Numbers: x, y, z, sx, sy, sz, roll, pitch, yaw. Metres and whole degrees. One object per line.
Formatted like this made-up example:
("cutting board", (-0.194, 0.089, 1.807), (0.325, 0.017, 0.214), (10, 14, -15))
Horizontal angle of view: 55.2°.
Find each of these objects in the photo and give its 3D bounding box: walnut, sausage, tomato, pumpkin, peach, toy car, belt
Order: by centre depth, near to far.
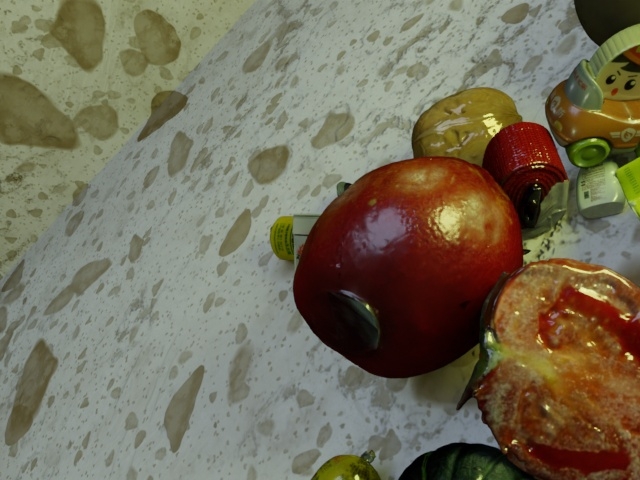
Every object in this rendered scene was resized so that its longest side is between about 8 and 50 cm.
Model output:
("pumpkin", (0.198, 0.401, 0.816), (0.250, 0.216, 0.249), (-5, 78, 26))
("tomato", (0.347, 0.172, 0.848), (0.309, 0.309, 0.170), (-49, -5, 6))
("toy car", (0.486, -0.243, 0.979), (0.235, 0.235, 0.145), (-28, 44, 29))
("peach", (0.129, 0.057, 1.018), (0.310, 0.335, 0.406), (-31, -6, -47))
("sausage", (-0.007, 0.500, 1.021), (0.123, 0.123, 0.347), (25, 80, 52))
("belt", (0.353, -0.093, 1.056), (0.128, 0.201, 0.124), (-10, 52, 10))
("walnut", (0.292, -0.202, 1.220), (0.226, 0.193, 0.193), (-25, 45, 27))

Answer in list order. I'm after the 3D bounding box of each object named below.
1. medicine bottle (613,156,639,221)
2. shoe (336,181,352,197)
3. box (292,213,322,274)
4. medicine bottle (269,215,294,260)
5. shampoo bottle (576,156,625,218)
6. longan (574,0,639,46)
("medicine bottle", (0.561, -0.086, 0.843), (0.250, 0.141, 0.137), (-34, 8, 27))
("shoe", (0.089, -0.096, 1.440), (0.099, 0.071, 0.169), (-12, 24, 8))
("box", (-0.017, 0.038, 1.391), (0.109, 0.029, 0.198), (3, 97, 45))
("medicine bottle", (0.000, 0.000, 1.446), (0.309, 0.076, 0.111), (4, 98, 44))
("shampoo bottle", (0.479, -0.113, 1.056), (0.077, 0.045, 0.151), (-18, 51, 40))
("longan", (0.590, -0.474, 1.006), (0.361, 0.361, 0.361), (-27, 44, 30))
